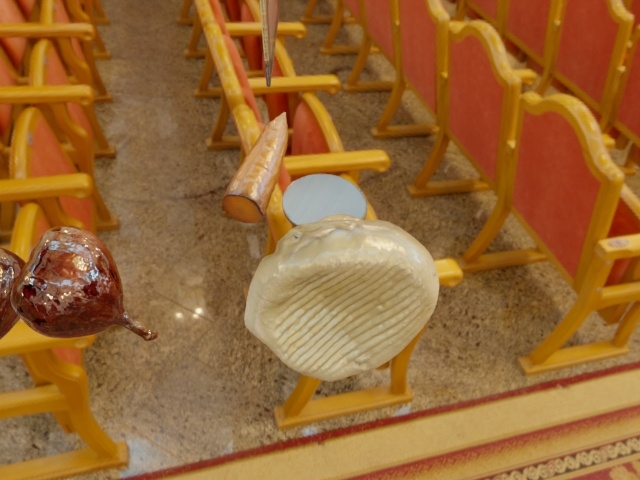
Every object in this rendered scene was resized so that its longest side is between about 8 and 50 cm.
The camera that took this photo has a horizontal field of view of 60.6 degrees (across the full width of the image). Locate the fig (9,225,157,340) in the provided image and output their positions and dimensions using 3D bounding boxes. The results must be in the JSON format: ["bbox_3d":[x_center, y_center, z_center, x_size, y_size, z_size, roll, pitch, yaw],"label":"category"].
[{"bbox_3d":[-0.358,0.081,0.795,0.149,0.148,0.202,-32,73,-23],"label":"fig"}]

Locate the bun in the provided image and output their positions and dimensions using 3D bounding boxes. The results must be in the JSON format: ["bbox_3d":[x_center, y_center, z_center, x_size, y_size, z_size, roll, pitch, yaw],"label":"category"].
[{"bbox_3d":[0.021,0.055,0.657,0.231,0.231,0.133,0,36,-8],"label":"bun"}]

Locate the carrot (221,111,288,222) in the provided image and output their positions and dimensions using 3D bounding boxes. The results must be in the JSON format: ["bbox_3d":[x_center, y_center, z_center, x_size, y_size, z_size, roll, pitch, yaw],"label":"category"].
[{"bbox_3d":[-0.093,-0.129,0.879,0.072,0.072,0.205,14,64,7],"label":"carrot"}]

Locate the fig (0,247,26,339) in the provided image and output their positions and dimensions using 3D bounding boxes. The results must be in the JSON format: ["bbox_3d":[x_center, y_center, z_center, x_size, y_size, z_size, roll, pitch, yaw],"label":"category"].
[{"bbox_3d":[-0.766,0.179,1.237,0.217,0.217,0.320,-3,69,-11],"label":"fig"}]

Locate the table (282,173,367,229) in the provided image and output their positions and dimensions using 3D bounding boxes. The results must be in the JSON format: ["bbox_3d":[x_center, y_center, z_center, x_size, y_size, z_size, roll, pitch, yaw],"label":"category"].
[{"bbox_3d":[0.000,0.000,1.145,0.167,0.226,0.167,3,49,-3],"label":"table"}]

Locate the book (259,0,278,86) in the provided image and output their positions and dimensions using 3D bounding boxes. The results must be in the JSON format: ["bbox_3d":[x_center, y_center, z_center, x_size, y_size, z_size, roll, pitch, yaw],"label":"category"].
[{"bbox_3d":[-0.120,-0.551,1.288,0.018,0.322,0.228,5,66,-1],"label":"book"}]
